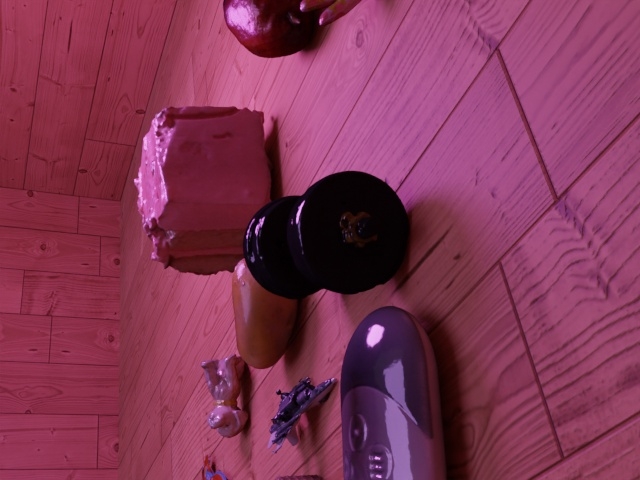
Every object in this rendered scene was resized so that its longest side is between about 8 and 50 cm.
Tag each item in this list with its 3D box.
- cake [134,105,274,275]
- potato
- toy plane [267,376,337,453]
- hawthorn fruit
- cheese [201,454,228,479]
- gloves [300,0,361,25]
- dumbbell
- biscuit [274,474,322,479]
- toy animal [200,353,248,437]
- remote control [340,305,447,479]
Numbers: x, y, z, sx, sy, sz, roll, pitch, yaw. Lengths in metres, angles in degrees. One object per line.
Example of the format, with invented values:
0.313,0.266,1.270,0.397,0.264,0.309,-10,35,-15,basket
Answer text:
-0.279,-0.116,1.838,0.307,0.293,0.314,125,139,-54,cake
-0.113,0.141,1.555,0.150,0.146,0.234,-18,-74,-66,potato
-0.046,0.303,1.425,0.160,0.082,0.234,-68,4,-49,toy plane
-0.092,-0.478,1.635,0.251,0.189,0.189,25,108,53,hawthorn fruit
-0.261,0.607,1.923,0.256,0.037,0.106,-167,85,-67,cheese
0.046,-0.489,1.365,0.145,0.126,0.241,12,93,44,gloves
0.000,0.000,1.256,0.388,0.185,0.185,165,110,-67,dumbbell
0.021,0.452,1.196,0.378,0.094,0.054,-168,85,-67,biscuit
-0.214,0.366,1.839,0.184,0.104,0.185,50,-156,-82,toy animal
0.094,0.253,1.058,0.221,0.103,0.332,141,133,-57,remote control
